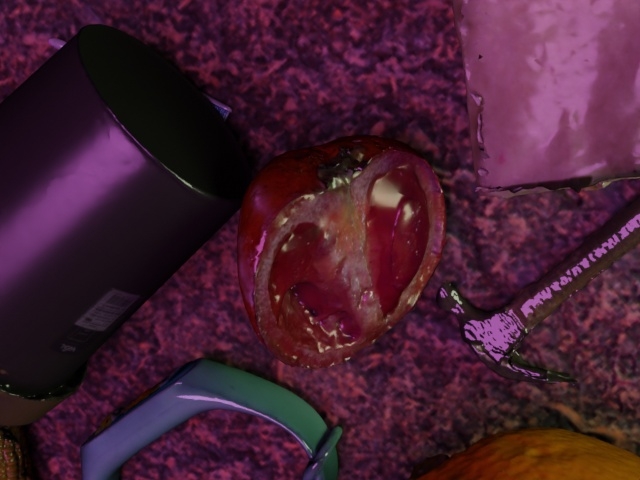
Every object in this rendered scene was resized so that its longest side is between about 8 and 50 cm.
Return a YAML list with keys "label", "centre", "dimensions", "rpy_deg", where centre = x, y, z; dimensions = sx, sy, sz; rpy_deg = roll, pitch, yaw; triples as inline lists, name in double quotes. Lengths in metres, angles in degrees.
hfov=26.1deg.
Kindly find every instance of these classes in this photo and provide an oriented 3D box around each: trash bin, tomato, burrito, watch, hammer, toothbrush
- label: "trash bin"
  centre: [-0.229, 0.008, 1.054]
  dimensions: [0.214, 0.214, 0.334]
  rpy_deg: [47, 109, 0]
- label: "tomato"
  centre: [0.000, 0.000, 1.031]
  dimensions: [0.099, 0.189, 0.173]
  rpy_deg: [34, 142, 41]
- label: "burrito"
  centre: [0.188, -0.201, 0.932]
  dimensions: [0.190, 0.135, 0.332]
  rpy_deg: [-3, 101, 27]
- label: "watch"
  centre: [-0.092, 0.203, 1.145]
  dimensions: [0.237, 0.068, 0.195]
  rpy_deg: [-37, 93, 21]
- label: "hammer"
  centre: [0.225, -0.004, 1.032]
  dimensions: [0.125, 0.027, 0.297]
  rpy_deg: [47, 110, 0]
- label: "toothbrush"
  centre: [-0.144, -0.132, 1.104]
  dimensions: [0.162, 0.014, 0.017]
  rpy_deg: [25, 90, 8]

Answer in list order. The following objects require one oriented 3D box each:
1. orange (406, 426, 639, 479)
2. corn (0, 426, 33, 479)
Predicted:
- label: "orange"
  centre: [0.149, 0.283, 0.980]
  dimensions: [0.312, 0.312, 0.312]
  rpy_deg: [4, 105, 14]
- label: "corn"
  centre: [-0.279, 0.238, 1.202]
  dimensions: [0.072, 0.072, 0.203]
  rpy_deg: [-1, 102, 15]
